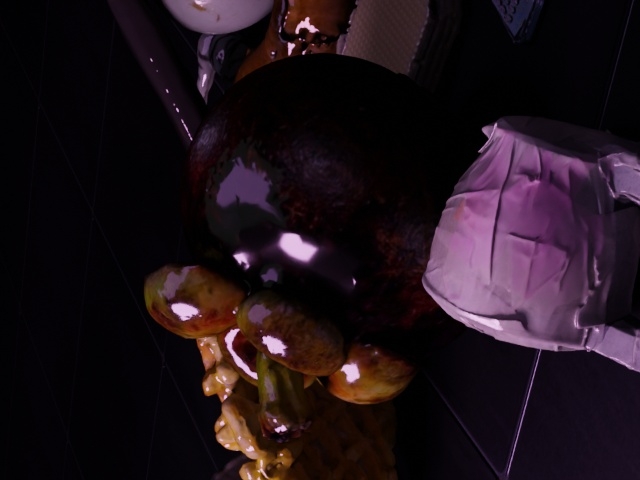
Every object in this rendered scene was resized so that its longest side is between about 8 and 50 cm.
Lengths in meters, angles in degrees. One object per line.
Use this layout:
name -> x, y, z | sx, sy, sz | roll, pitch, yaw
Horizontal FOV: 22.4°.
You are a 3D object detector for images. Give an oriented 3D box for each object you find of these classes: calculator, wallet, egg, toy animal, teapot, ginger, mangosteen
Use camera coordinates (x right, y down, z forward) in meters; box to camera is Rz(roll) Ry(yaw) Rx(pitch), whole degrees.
calculator -> 0.164, -0.248, 1.491 | 0.172, 0.018, 0.057 | -112, 31, -43
wallet -> -0.165, -0.163, 1.935 | 0.377, 0.051, 0.197 | 64, 179, -16
egg -> -0.120, -0.363, 1.918 | 0.203, 0.203, 0.282 | 113, 170, -45
toy animal -> -0.123, -0.226, 2.111 | 0.255, 0.090, 0.170 | 65, 145, 39
teapot -> 0.187, -0.006, 1.257 | 0.221, 0.163, 0.178 | -137, 57, -61
ginger -> -0.035, -0.213, 1.855 | 0.309, 0.107, 0.133 | 116, 154, -46
mangosteen -> 0.009, -0.010, 1.468 | 0.330, 0.330, 0.330 | 179, 90, -68

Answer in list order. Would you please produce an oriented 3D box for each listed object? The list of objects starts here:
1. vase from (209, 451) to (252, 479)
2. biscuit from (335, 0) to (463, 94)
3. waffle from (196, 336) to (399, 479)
vase -> -0.032, 0.395, 1.757 | 0.291, 0.245, 0.245 | 102, 155, -44
biscuit -> 0.082, -0.212, 1.638 | 0.150, 0.052, 0.252 | 56, 138, 45
waffle -> -0.022, 0.148, 1.624 | 0.068, 0.325, 0.302 | -28, 50, 29
